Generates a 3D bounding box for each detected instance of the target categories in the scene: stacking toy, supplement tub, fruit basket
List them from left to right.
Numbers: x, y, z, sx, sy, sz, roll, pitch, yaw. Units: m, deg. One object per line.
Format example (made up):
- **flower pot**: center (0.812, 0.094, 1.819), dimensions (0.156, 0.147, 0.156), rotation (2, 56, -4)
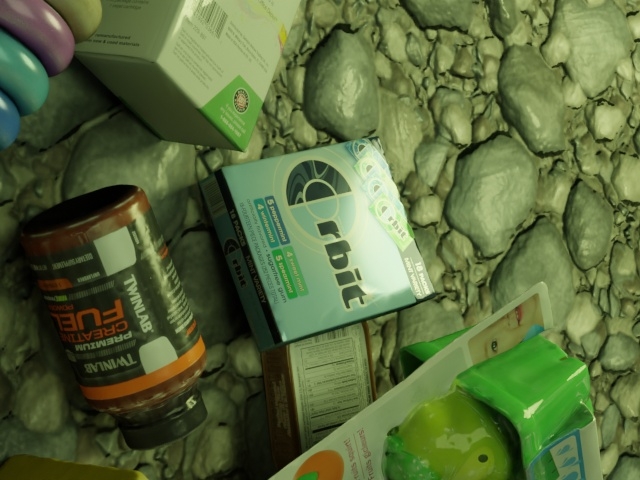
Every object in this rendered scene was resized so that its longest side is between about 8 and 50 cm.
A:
- **stacking toy**: center (-0.292, -0.067, 1.242), dimensions (0.141, 0.141, 0.330), rotation (38, 72, -33)
- **supplement tub**: center (-0.153, 0.063, 1.356), dimensions (0.106, 0.106, 0.198), rotation (-32, 108, -37)
- **fruit basket**: center (0.094, 0.246, 1.491), dimensions (0.353, 0.165, 0.327), rotation (-38, 135, -28)

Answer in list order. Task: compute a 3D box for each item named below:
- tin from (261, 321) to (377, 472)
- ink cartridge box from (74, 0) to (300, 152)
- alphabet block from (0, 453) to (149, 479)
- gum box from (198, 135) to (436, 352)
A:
- **tin**: center (0.001, 0.135, 1.533), dimensions (0.106, 0.040, 0.190), rotation (-9, 95, -36)
- **ink cartridge box**: center (-0.094, -0.202, 1.400), dimensions (0.154, 0.093, 0.212), rotation (44, 62, -54)
- **alphabet block**: center (-0.169, 0.294, 1.277), dimensions (0.197, 0.193, 0.192), rotation (49, 58, -28)
- **gum box**: center (0.000, 0.000, 1.507), dimensions (0.184, 0.041, 0.157), rotation (-15, 82, -40)
